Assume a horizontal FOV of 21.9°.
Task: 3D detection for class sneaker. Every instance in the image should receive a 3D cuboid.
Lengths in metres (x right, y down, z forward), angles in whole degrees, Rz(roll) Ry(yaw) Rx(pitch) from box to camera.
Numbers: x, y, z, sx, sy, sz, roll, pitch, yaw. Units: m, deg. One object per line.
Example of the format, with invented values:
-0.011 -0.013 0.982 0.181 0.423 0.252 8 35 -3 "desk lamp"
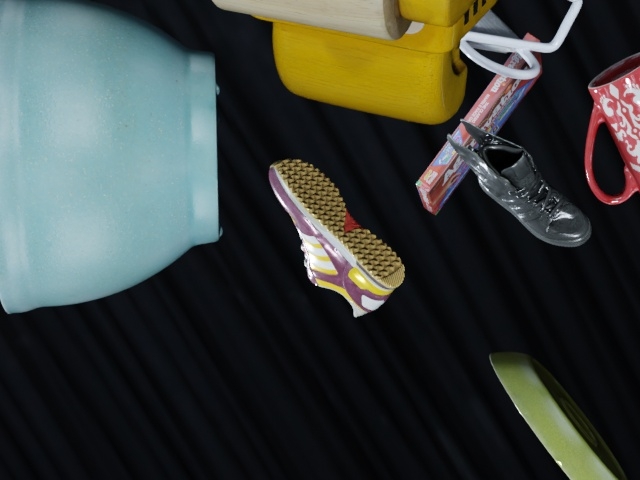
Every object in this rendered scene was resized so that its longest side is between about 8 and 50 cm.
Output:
0.210 -0.060 1.740 0.051 0.170 0.089 -49 159 -12 "sneaker"
0.000 0.000 1.737 0.069 0.185 0.084 -33 169 -50 "sneaker"

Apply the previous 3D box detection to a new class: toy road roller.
0.034 -0.188 1.231 0.202 0.240 0.329 13 -152 17 "toy road roller"

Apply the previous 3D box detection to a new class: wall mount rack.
0.156 -0.349 2.120 0.304 0.130 0.350 6 -148 -32 "wall mount rack"

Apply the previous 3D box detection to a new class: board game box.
0.241 -0.172 2.484 0.281 0.027 0.145 -53 164 -5 "board game box"

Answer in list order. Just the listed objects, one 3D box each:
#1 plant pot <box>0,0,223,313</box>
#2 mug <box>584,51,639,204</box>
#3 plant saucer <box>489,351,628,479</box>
-0.187 -0.083 1.497 0.196 0.293 0.293 -2 -167 -3 "plant pot"
0.393 -0.128 2.017 0.150 0.169 0.113 -34 -167 -16 "mug"
0.278 0.213 1.862 0.037 0.241 0.241 -39 -169 10 "plant saucer"
